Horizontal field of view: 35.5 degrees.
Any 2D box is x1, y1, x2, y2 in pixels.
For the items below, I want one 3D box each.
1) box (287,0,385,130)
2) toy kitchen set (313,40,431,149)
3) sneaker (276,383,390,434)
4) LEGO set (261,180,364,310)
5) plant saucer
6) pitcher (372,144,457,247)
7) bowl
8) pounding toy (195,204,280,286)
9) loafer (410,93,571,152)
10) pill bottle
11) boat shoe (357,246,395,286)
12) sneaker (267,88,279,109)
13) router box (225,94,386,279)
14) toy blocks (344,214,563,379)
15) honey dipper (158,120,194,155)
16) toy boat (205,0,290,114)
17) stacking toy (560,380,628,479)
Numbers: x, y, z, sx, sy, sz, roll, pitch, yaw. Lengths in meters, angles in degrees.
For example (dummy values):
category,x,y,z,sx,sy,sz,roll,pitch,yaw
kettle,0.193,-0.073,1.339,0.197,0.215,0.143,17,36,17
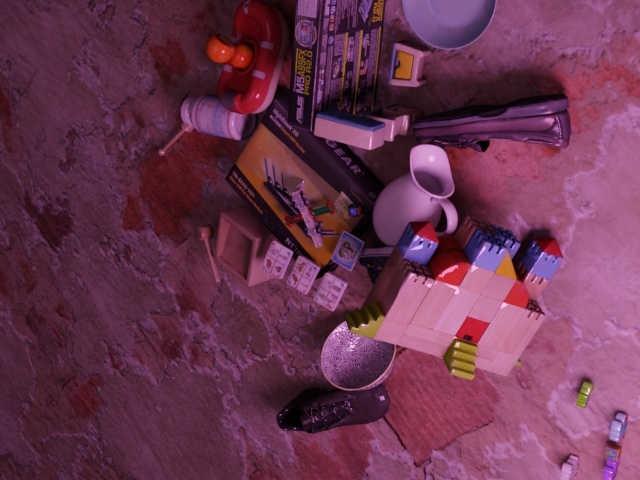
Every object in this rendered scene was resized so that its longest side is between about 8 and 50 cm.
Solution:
category,x,y,z,sx,sy,sz,roll,pitch,yaw
box,0.033,-0.355,1.869,0.060,0.216,0.270,19,116,31
toy kitchen set,0.098,-0.277,1.844,0.122,0.207,0.166,18,114,27
sneaker,0.026,0.372,2.167,0.286,0.130,0.109,-23,88,39
LEGO set,0.000,0.000,2.030,0.182,0.060,0.244,30,123,11
plant saucer,0.237,-0.443,1.799,0.194,0.037,0.195,12,111,35
pitcher,0.184,-0.051,1.878,0.207,0.125,0.178,121,139,-52
bowl,0.093,0.250,2.088,0.170,0.170,0.080,11,155,35
pounding toy,-0.185,0.012,2.243,0.206,0.094,0.181,36,129,34
loafer,0.301,-0.194,1.791,0.302,0.109,0.095,-5,106,35
pill bottle,-0.224,-0.271,2.177,0.160,0.087,0.087,15,113,34
boat shoe,0.115,0.061,1.984,0.183,0.065,0.083,167,116,-70
sneaker,-0.128,-0.307,2.123,0.098,0.038,0.069,-25,88,40
router box,-0.031,-0.111,2.084,0.309,0.081,0.243,47,127,16
toy blocks,0.262,0.080,1.775,0.261,0.381,0.191,-63,24,23
honey dipper,-0.332,-0.241,2.309,0.160,0.030,0.030,-34,83,42
toy boat,-0.165,-0.378,2.024,0.151,0.151,0.231,19,94,49
stacking toy,0.541,0.376,1.827,0.167,0.052,0.221,18,113,30
